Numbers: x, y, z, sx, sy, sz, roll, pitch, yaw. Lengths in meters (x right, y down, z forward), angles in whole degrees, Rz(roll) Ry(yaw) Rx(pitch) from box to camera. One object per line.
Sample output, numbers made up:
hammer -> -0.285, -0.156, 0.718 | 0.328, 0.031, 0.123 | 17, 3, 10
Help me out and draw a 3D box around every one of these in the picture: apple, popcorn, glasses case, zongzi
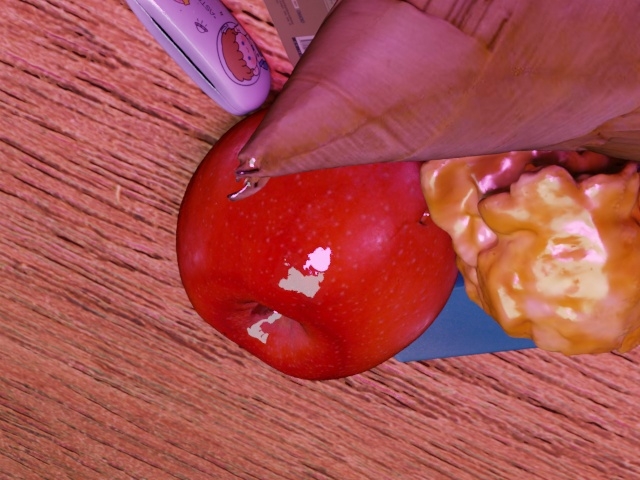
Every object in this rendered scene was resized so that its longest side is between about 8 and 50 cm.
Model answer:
apple -> 0.000, 0.000, 1.265 | 0.260, 0.216, 0.260 | 24, 149, 16
popcorn -> 0.199, -0.023, 1.178 | 0.191, 0.190, 0.253 | -4, 117, 23
glasses case -> -0.110, -0.187, 1.250 | 0.045, 0.067, 0.178 | -19, 123, 39
glasses case -> 0.184, 0.051, 1.371 | 0.301, 0.070, 0.117 | -10, 135, 31
zongzi -> 0.201, -0.086, 0.967 | 0.447, 0.418, 0.181 | 29, 145, 1

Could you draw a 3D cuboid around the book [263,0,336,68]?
book -> 0.045, -0.205, 1.197 | 0.199, 0.016, 0.138 | -1, 133, 27
